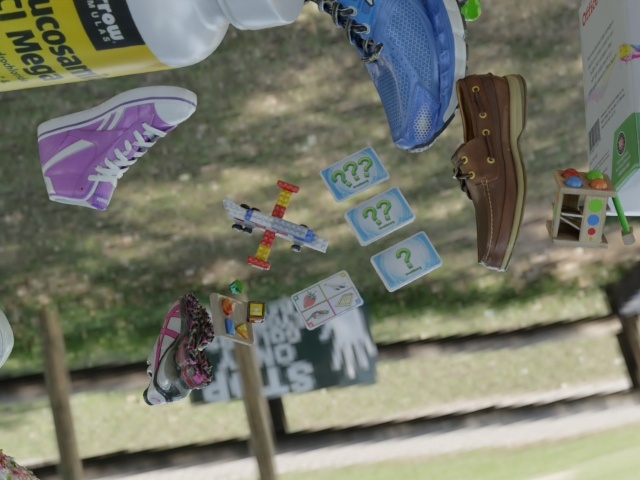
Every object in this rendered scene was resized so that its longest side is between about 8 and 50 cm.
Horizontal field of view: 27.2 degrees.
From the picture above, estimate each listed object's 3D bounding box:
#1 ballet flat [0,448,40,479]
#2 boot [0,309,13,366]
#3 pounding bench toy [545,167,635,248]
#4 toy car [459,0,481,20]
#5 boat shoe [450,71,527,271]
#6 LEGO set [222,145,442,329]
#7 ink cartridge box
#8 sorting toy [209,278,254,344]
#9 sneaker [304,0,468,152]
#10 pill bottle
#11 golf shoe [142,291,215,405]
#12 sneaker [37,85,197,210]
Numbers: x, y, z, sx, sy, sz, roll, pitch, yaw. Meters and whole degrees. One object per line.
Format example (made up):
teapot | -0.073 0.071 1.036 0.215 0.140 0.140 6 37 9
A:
ballet flat | -0.211 0.223 0.935 0.077 0.091 0.241 -30 138 -39
boot | -0.449 0.147 1.379 0.244 0.088 0.176 -26 180 28
pounding bench toy | 0.261 -0.032 1.252 0.083 0.065 0.052 5 -158 0
toy car | 0.145 -0.359 1.487 0.053 0.225 0.239 3 -164 29
boat shoe | 0.138 -0.059 1.114 0.060 0.178 0.064 6 160 -7
LEGO set | 0.000 0.000 1.581 0.244 0.182 0.060 -26 163 -12
ink cartridge box | 0.388 -0.187 1.555 0.117 0.278 0.201 0 165 -3
sorting toy | -0.106 0.081 1.585 0.012 0.083 0.062 -28 149 35
sneaker | 0.024 -0.230 1.193 0.147 0.330 0.130 -19 176 -20
pill bottle | -0.190 -0.228 1.097 0.334 0.188 0.188 -5 163 18
golf shoe | -0.176 0.126 1.588 0.086 0.186 0.067 -28 114 13
sneaker | -0.304 -0.131 2.029 0.282 0.161 0.102 -18 160 26
